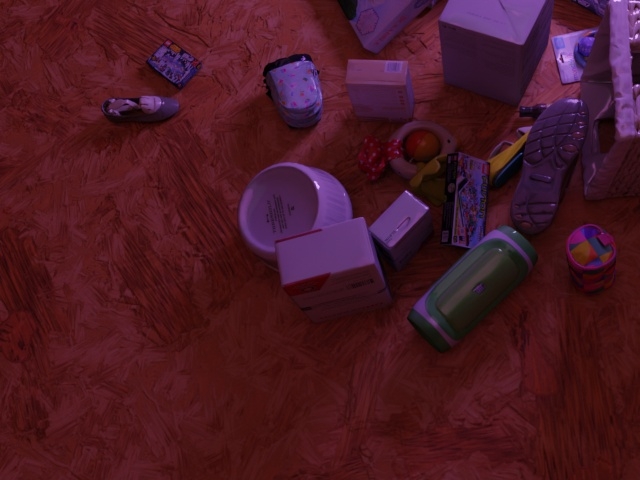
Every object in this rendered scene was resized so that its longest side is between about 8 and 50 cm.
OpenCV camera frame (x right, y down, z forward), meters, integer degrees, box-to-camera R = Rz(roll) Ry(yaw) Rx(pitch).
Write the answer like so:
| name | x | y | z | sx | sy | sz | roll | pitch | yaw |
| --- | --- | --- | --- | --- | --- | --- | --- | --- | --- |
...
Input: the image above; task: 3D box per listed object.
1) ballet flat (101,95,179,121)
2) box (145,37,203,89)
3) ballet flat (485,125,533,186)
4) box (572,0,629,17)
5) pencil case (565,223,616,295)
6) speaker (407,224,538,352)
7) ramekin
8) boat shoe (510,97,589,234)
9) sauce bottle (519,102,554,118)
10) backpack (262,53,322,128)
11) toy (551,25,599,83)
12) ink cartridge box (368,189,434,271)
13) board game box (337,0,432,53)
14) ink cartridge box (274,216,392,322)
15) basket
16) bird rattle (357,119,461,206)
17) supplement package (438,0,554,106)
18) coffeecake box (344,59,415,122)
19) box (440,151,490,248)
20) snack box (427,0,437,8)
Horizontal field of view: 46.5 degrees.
| name | x | y | z | sx | sy | sz | roll | pitch | yaw |
| --- | --- | --- | --- | --- | --- | --- | --- | --- | --- |
| ballet flat | -0.490 | -0.358 | 2.007 | 0.213 | 0.068 | 0.072 | -4 | 70 | 11 |
| box | -0.404 | -0.488 | 2.056 | 0.137 | 0.027 | 0.094 | 38 | 82 | 22 |
| ballet flat | 0.467 | -0.219 | 1.738 | 0.231 | 0.077 | 0.077 | -39 | 54 | -1 |
| box | 0.680 | -0.718 | 1.862 | 0.307 | 0.076 | 0.242 | 38 | 83 | 22 |
| pencil case | 0.562 | 0.043 | 1.539 | 0.104 | 0.236 | 0.104 | -6 | 74 | 20 |
| speaker | 0.331 | 0.105 | 1.622 | 0.296 | 0.131 | 0.131 | -43 | 67 | -4 |
| ramekin | -0.071 | -0.058 | 1.742 | 0.273 | 0.127 | 0.272 | -6 | 76 | 23 |
| boat shoe | 0.510 | -0.162 | 1.668 | 0.123 | 0.116 | 0.324 | 23 | 88 | 23 |
| sauce bottle | 0.538 | -0.305 | 1.767 | 0.128 | 0.042 | 0.042 | 1 | 71 | 16 |
| backpack | -0.065 | -0.377 | 1.892 | 0.152 | 0.115 | 0.182 | -19 | 70 | 3 |
| toy | 0.688 | -0.470 | 1.782 | 0.237 | 0.056 | 0.137 | -9 | 68 | 10 |
| ink cartridge box | 0.184 | -0.019 | 1.672 | 0.127 | 0.175 | 0.072 | -45 | 68 | -5 |
| board game box | 0.173 | -0.704 | 1.903 | 0.319 | 0.066 | 0.318 | -40 | 63 | 29 |
| ink cartridge box | 0.035 | 0.073 | 1.624 | 0.197 | 0.273 | 0.114 | -15 | 65 | 7 |
| basket | 0.711 | -0.285 | 1.572 | 0.266 | 0.331 | 0.328 | 2 | 71 | 8 |
| bird rattle | 0.221 | -0.200 | 1.785 | 0.253 | 0.143 | 0.207 | 29 | 67 | 34 |
| supplement package | 0.412 | -0.486 | 1.739 | 0.199 | 0.262 | 0.198 | 24 | 77 | 19 |
| coffeecake box | 0.147 | -0.357 | 1.796 | 0.142 | 0.185 | 0.068 | 5 | 72 | 14 |
| box | 0.327 | -0.085 | 1.677 | 0.036 | 0.114 | 0.207 | -2 | 81 | 51 |
| snack box | 0.286 | -0.690 | 1.963 | 0.100 | 0.037 | 0.141 | 30 | 80 | 19 |
